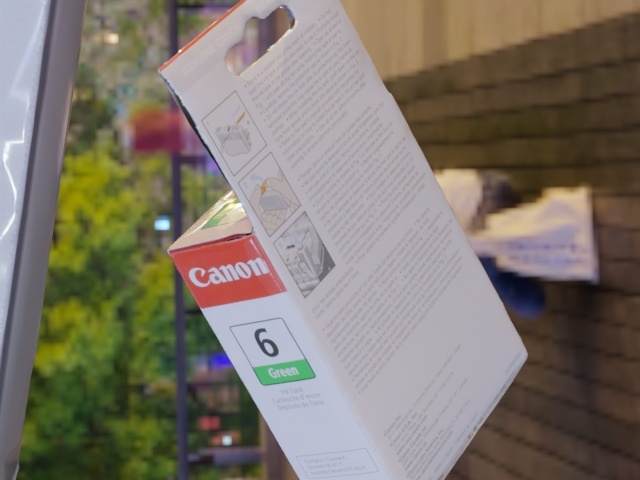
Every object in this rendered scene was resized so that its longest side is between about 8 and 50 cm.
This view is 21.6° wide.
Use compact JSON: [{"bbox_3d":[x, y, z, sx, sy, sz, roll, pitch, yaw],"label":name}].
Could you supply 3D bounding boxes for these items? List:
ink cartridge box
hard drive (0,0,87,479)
[{"bbox_3d":[0.000,0.000,0.378,0.063,0.029,0.115,-47,-65,-43],"label":"ink cartridge box"},{"bbox_3d":[-0.236,-0.066,0.405,0.047,0.353,0.233,-79,1,-67],"label":"hard drive"}]
